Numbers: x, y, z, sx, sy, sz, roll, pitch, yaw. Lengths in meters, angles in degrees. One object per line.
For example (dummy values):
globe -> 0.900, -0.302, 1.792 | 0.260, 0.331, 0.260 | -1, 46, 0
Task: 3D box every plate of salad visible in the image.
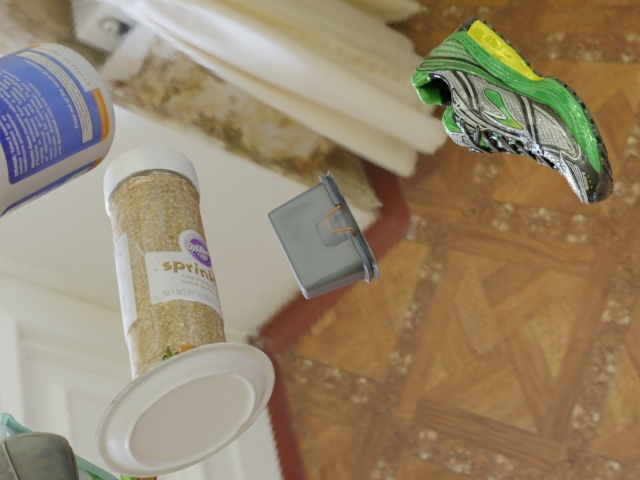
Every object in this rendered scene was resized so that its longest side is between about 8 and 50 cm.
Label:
plate of salad -> -0.140, 0.169, 1.329 | 0.200, 0.199, 0.048 | -51, 52, 20

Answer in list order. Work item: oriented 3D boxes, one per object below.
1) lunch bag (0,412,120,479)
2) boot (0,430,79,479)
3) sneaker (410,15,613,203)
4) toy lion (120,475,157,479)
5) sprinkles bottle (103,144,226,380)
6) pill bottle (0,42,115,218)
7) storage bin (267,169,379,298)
lunch bag -> -0.351, 0.362, 1.555 | 0.160, 0.262, 0.223 | -12, 49, 43
boot -> -0.305, 0.259, 1.221 | 0.208, 0.189, 0.076 | -135, 43, -54
sneaker -> 0.256, -0.150, 1.721 | 0.146, 0.134, 0.343 | -39, 53, -6
toy lion -> -0.212, 0.270, 1.519 | 0.034, 0.100, 0.096 | 5, 76, 13
sprinkles bottle -> -0.185, 0.045, 1.556 | 0.121, 0.121, 0.355 | -43, 42, 27
pill bottle -> -0.347, -0.097, 1.319 | 0.152, 0.272, 0.152 | 13, 117, 26
storage bin -> 0.000, 0.000, 1.514 | 0.091, 0.098, 0.135 | -26, 77, -4
